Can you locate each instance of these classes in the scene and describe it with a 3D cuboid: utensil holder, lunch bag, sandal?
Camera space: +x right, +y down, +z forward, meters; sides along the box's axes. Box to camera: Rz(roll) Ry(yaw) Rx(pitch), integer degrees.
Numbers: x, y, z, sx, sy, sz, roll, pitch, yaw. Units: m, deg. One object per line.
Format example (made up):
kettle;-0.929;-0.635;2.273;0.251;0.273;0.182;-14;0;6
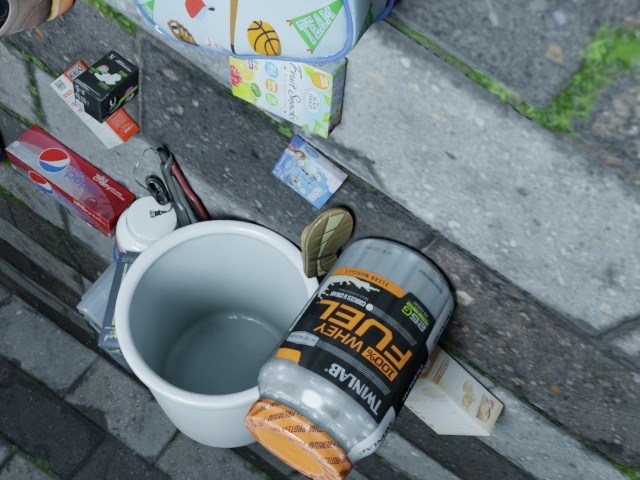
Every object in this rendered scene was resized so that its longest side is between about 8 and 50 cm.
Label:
utensil holder;-0.176;0.194;1.128;0.328;0.327;0.385;30;153;11
lunch bag;-0.074;-0.292;0.541;0.304;0.115;0.243;16;142;33
sandal;0.000;0.000;0.931;0.180;0.072;0.049;105;146;-59

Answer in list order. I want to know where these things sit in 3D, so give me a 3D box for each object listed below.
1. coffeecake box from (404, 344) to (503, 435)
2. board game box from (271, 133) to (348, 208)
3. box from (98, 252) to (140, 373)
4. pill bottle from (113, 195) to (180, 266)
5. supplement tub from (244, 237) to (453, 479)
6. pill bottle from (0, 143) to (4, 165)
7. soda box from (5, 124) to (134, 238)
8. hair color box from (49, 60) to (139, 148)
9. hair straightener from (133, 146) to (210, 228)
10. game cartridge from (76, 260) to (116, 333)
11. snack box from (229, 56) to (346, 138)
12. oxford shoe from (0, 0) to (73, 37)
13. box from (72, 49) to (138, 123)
coffeecake box;0.205;0.266;1.079;0.185;0.068;0.142;43;150;-11
board game box;-0.017;-0.094;0.849;0.090;0.020;0.090;37;150;-4
box;-0.361;0.152;1.192;0.059;0.183;0.232;5;155;0
pill bottle;-0.351;-0.003;1.220;0.124;0.124;0.221;37;150;-2
supplement tub;0.043;0.165;0.856;0.194;0.316;0.193;26;149;17
pill bottle;-0.786;-0.230;1.378;0.094;0.094;0.169;37;151;-1
soda box;-0.520;-0.122;1.266;0.263;0.083;0.092;35;151;1
hair color box;-0.379;-0.225;1.016;0.072;0.043;0.141;-4;133;48
hair straightener;-0.264;-0.070;1.068;0.047;0.089;0.230;35;155;36
game cartridge;-0.460;0.187;1.524;0.062;0.198;0.297;13;143;36
snack box;-0.041;-0.193;0.717;0.141;0.037;0.100;28;150;14
oxford shoe;-0.374;-0.376;0.705;0.130;0.132;0.363;35;150;3
box;-0.321;-0.230;0.907;0.052;0.083;0.062;36;151;2
